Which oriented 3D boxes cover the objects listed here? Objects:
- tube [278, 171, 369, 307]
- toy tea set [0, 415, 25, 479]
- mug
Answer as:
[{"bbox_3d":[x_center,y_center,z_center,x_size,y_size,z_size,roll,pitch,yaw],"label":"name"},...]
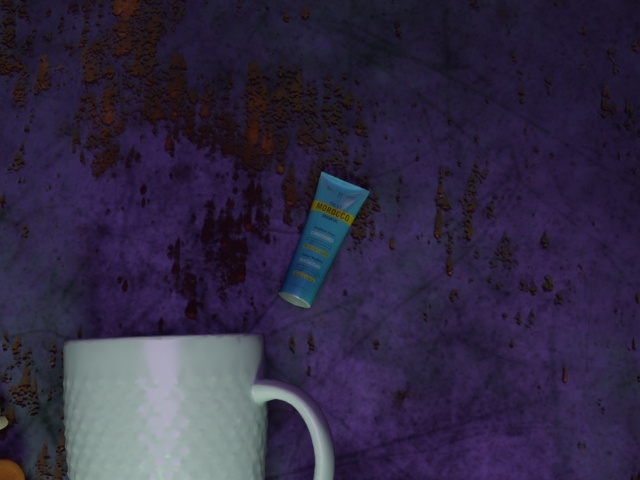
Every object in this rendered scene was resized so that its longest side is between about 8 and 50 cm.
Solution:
[{"bbox_3d":[0.000,0.000,1.727,0.080,0.052,0.207,24,73,-4],"label":"tube"},{"bbox_3d":[-0.509,0.375,1.608,0.200,0.124,0.336,-21,79,-43],"label":"toy tea set"},{"bbox_3d":[-0.162,0.291,1.530,0.374,0.276,0.328,-3,85,17],"label":"mug"}]
